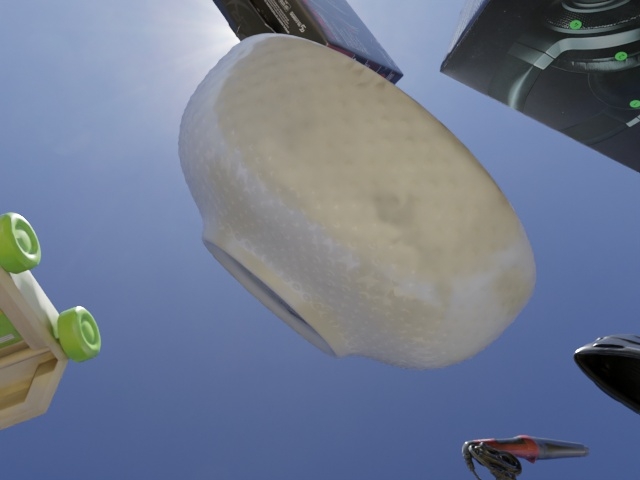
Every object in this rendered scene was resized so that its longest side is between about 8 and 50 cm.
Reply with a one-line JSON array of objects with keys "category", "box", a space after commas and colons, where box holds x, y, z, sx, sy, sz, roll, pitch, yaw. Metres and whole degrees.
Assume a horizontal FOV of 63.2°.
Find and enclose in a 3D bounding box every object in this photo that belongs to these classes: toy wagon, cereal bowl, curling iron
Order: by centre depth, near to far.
[{"category": "cereal bowl", "box": [0.000, 0.000, 0.462, 0.339, 0.339, 0.141, 37, -105, 16]}, {"category": "toy wagon", "box": [-0.388, 0.056, 0.478, 0.267, 0.344, 0.068, -20, -148, -5]}, {"category": "curling iron", "box": [0.280, 0.287, 0.685, 0.274, 0.035, 0.068, 14, -149, -39]}]

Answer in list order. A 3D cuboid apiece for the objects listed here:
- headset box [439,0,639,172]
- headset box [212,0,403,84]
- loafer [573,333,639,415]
[{"category": "headset box", "box": [0.246, -0.166, 0.311, 0.246, 0.283, 0.131, 24, -116, -4]}, {"category": "headset box", "box": [-0.021, -0.328, 0.832, 0.293, 0.110, 0.218, -10, -117, -57]}, {"category": "loafer", "box": [0.316, 0.141, 0.442, 0.078, 0.223, 0.076, -2, -79, -16]}]
